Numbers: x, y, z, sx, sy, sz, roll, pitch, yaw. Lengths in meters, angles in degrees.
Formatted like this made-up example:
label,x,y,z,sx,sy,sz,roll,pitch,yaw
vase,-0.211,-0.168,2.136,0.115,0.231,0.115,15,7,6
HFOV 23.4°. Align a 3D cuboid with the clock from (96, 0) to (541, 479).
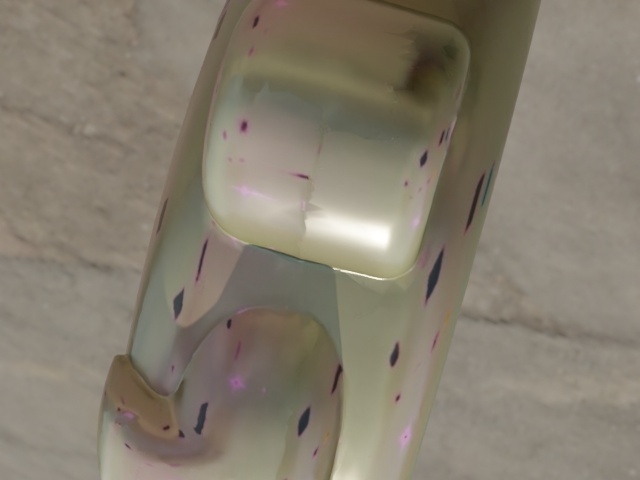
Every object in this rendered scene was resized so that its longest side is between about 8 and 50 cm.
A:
label,x,y,z,sx,sy,sz,roll,pitch,yaw
clock,0.000,0.000,0.581,0.114,0.284,0.309,17,132,4
